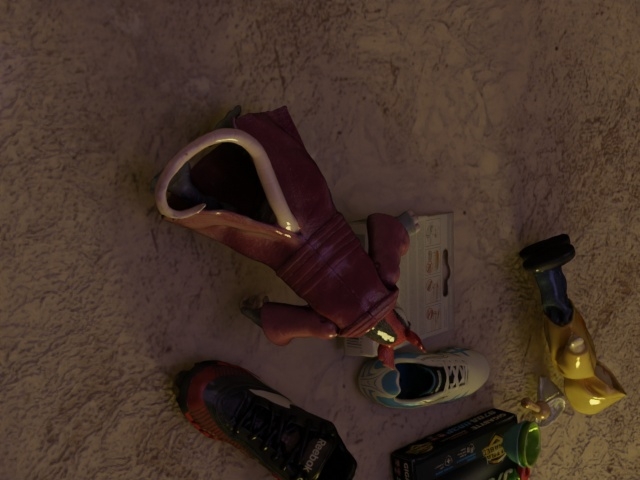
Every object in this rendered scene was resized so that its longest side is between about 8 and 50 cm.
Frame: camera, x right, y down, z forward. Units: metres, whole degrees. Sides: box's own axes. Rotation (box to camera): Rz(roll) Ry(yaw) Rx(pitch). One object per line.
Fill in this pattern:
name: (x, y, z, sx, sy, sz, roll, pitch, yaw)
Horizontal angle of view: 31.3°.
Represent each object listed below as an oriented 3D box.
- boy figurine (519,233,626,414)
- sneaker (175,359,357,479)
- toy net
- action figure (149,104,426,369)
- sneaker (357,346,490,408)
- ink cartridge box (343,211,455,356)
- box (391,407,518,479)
boy figurine: (0.386, 0.142, 1.739, 0.092, 0.177, 0.285, -21, 102, 10)
sneaker: (-0.056, 0.236, 1.414, 0.276, 0.135, 0.098, 40, 73, -32)
toy net: (0.332, 0.289, 1.731, 0.232, 0.045, 0.122, -38, 122, -53)
action figure: (0.000, 0.000, 1.335, 0.248, 0.276, 0.370, -45, 93, -6)
sneaker: (0.161, 0.196, 1.611, 0.237, 0.086, 0.085, -1, 94, -39)
ink cartridge box: (0.112, 0.054, 1.592, 0.224, 0.056, 0.181, -11, 102, -56)
box: (0.206, 0.364, 1.686, 0.220, 0.051, 0.175, -15, 104, -37)
